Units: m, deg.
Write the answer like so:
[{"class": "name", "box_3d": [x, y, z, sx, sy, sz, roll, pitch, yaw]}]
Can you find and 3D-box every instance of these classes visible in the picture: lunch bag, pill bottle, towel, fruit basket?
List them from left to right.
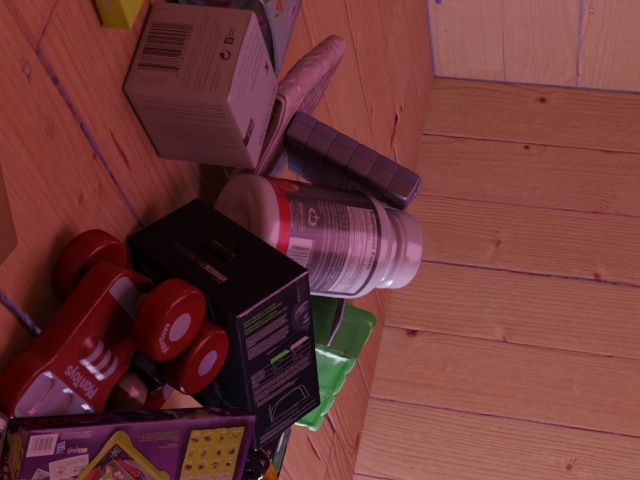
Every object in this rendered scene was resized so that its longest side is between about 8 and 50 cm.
[{"class": "lunch bag", "box_3d": [-0.105, -0.374, 1.732, 0.262, 0.160, 0.223, 70, 29, -63]}, {"class": "towel", "box_3d": [-0.079, -0.174, 1.911, 0.317, 0.053, 0.332, -60, 179, 31]}, {"class": "fruit basket", "box_3d": [-0.019, 0.151, 2.043, 0.353, 0.166, 0.327, -91, -158, -54]}, {"class": "pill bottle", "box_3d": [0.000, 0.000, 1.788, 0.319, 0.176, 0.176, 8, 89, -34]}]

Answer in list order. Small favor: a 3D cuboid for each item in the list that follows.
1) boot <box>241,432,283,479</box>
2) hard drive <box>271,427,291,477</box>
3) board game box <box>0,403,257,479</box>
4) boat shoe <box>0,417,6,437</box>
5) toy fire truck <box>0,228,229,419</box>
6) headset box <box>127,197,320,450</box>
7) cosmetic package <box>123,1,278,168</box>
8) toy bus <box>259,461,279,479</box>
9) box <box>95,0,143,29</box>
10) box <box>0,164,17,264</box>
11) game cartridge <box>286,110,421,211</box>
[{"class": "boot", "box_3d": [-0.146, 0.299, 1.749, 0.137, 0.198, 0.076, -52, 144, -50]}, {"class": "hard drive", "box_3d": [-0.110, 0.301, 2.241, 0.339, 0.064, 0.236, 76, 25, -54]}, {"class": "board game box", "box_3d": [-0.235, 0.306, 1.361, 0.347, 0.056, 0.208, 6, 97, -48]}, {"class": "boat shoe", "box_3d": [-0.364, 0.195, 1.171, 0.142, 0.049, 0.040, 63, 36, -70]}, {"class": "toy fire truck", "box_3d": [-0.264, 0.153, 1.397, 0.254, 0.169, 0.302, -53, 156, -17]}, {"class": "headset box", "box_3d": [-0.135, 0.109, 1.605, 0.131, 0.246, 0.283, -33, 136, -30]}, {"class": "cosmetic package", "box_3d": [-0.161, -0.215, 1.590, 0.183, 0.152, 0.151, 70, 31, -63]}, {"class": "toy bus", "box_3d": [-0.182, 0.381, 1.807, 0.149, 0.220, 0.211, 71, -7, -64]}, {"class": "box", "box_3d": [-0.253, -0.357, 1.375, 0.178, 0.043, 0.109, 78, 22, -53]}, {"class": "box", "box_3d": [-0.363, -0.036, 1.122, 0.164, 0.021, 0.201, -65, 157, -53]}, {"class": "game cartridge", "box_3d": [0.053, -0.118, 1.944, 0.355, 0.230, 0.068, 108, 7, -84]}]
